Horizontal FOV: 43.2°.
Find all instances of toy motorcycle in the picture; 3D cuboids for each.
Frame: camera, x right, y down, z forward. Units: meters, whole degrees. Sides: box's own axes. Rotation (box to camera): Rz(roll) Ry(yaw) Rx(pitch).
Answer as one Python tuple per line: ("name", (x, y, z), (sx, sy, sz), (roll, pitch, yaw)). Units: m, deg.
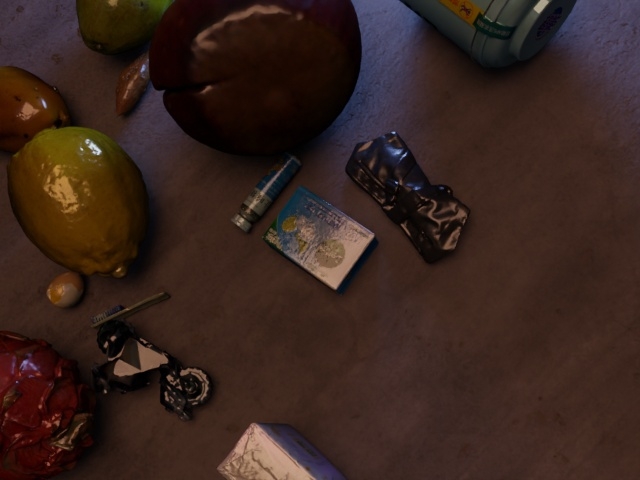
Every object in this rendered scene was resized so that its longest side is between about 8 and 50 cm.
("toy motorcycle", (-0.358, 0.278, 1.638), (0.270, 0.106, 0.159), (32, 86, 10))

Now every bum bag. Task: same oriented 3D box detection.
("bum bag", (0.177, -0.098, 1.640), (0.137, 0.074, 0.310), (-44, 71, 9))

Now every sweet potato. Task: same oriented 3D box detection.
("sweet potato", (-0.417, -0.373, 1.836), (0.068, 0.060, 0.206), (33, 72, -14))

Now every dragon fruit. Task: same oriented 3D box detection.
("dragon fruit", (-0.599, 0.328, 1.588), (0.342, 0.277, 0.277), (22, 81, 21))

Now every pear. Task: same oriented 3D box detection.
("pear", (-0.439, -0.538, 1.804), (0.212, 0.212, 0.269), (20, 72, 15))

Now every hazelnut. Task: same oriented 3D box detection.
("hazelnut", (-0.118, -0.362, 1.625), (0.429, 0.402, 0.402), (-36, 72, 8))

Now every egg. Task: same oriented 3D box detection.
("egg", (-0.545, 0.104, 1.736), (0.071, 0.071, 0.083), (33, 84, 17))

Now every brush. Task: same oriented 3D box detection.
("brush", (-0.406, 0.144, 1.719), (0.178, 0.033, 0.030), (-25, 59, 4))

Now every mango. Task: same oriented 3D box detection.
("mango", (-0.693, -0.291, 1.823), (0.287, 0.152, 0.201), (17, 91, 18))

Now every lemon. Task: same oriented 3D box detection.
("lemon", (-0.492, -0.085, 1.677), (0.316, 0.285, 0.285), (29, 83, -4))

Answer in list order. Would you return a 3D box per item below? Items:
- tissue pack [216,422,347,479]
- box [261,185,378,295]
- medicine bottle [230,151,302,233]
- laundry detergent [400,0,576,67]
("tissue pack", (-0.059, 0.432, 1.475), (0.185, 0.225, 0.124), (38, 87, 18))
("box", (0.000, 0.000, 1.649), (0.194, 0.073, 0.139), (34, 85, 17))
("medicine bottle", (-0.115, -0.103, 1.711), (0.051, 0.051, 0.191), (35, 86, 17))
("laundry detergent", (0.335, -0.517, 1.598), (0.287, 0.287, 0.305), (-46, 72, -2))
